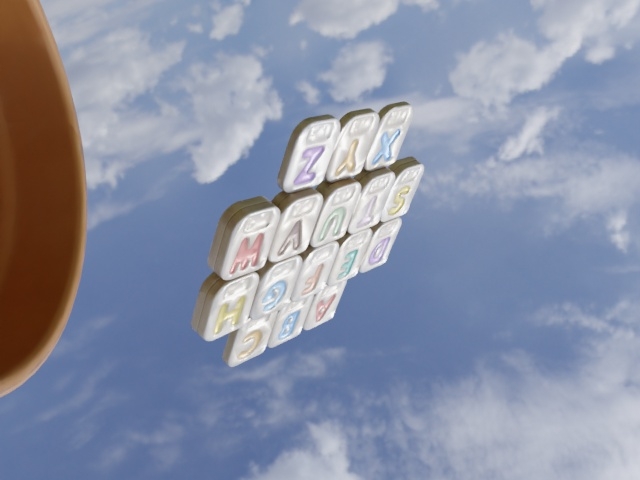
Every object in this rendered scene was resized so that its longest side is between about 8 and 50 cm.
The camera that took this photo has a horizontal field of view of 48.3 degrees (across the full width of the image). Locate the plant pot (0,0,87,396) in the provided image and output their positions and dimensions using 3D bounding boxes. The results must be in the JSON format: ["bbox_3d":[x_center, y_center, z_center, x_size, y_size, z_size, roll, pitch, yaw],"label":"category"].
[{"bbox_3d":[-0.284,-0.047,0.386,0.203,0.291,0.291,-8,-145,7],"label":"plant pot"}]

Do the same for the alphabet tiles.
[{"bbox_3d":[0.000,0.000,0.692,0.021,0.278,0.284,38,-145,26],"label":"alphabet tiles"}]
